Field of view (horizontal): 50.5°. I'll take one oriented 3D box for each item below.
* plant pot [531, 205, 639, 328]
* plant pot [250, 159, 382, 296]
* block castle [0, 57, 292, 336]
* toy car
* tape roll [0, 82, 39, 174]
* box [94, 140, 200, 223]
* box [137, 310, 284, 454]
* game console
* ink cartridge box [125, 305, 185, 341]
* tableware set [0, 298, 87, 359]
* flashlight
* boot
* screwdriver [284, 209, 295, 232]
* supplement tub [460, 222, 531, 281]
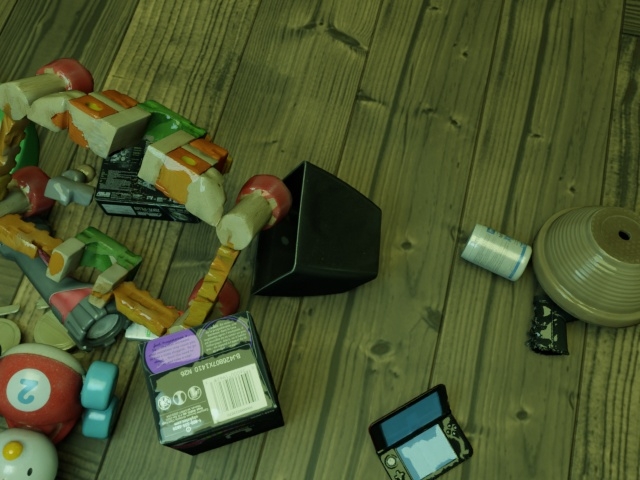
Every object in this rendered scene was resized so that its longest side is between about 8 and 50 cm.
[{"bbox_3d":[0.493,0.020,1.158,0.237,0.110,0.237,3,55,-4],"label":"plant pot"},{"bbox_3d":[0.000,0.000,1.152,0.167,0.187,0.188,14,68,-24],"label":"plant pot"},{"bbox_3d":[-0.300,-0.064,1.087,0.453,0.213,0.303,30,116,1],"label":"block castle"},{"bbox_3d":[-0.437,0.295,0.999,0.219,0.210,0.238,13,49,-7],"label":"toy car"},{"bbox_3d":[-0.700,-0.166,1.267,0.321,0.077,0.321,0,70,-1],"label":"tape roll"},{"bbox_3d":[-0.305,-0.119,1.250,0.180,0.077,0.147,5,70,1],"label":"box"},{"bbox_3d":[-0.153,0.225,1.021,0.165,0.270,0.143,-16,71,-6],"label":"box"},{"bbox_3d":[0.163,0.321,1.087,0.144,0.085,0.124,-27,72,-9],"label":"game console"},{"bbox_3d":[-0.274,0.146,1.178,0.115,0.029,0.063,5,69,2],"label":"ink cartridge box"},{"bbox_3d":[-0.498,0.168,1.164,0.194,0.039,0.128,-8,55,-9],"label":"tableware set"},{"bbox_3d":[-0.448,0.053,1.165,0.103,0.103,0.304,-47,65,4],"label":"flashlight"},{"bbox_3d":[0.419,0.150,1.173,0.121,0.045,0.099,6,68,8],"label":"boot"},{"bbox_3d":[-0.051,0.003,1.241,0.025,0.024,0.170,-16,75,25],"label":"screwdriver"},{"bbox_3d":[0.312,0.021,1.206,0.107,0.071,0.071,26,72,8],"label":"supplement tub"}]
